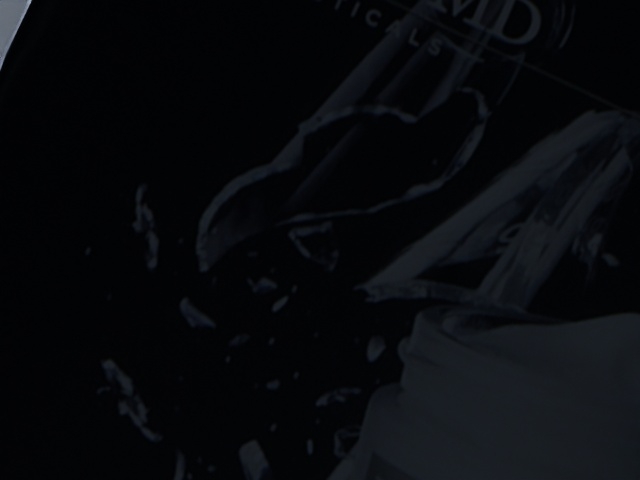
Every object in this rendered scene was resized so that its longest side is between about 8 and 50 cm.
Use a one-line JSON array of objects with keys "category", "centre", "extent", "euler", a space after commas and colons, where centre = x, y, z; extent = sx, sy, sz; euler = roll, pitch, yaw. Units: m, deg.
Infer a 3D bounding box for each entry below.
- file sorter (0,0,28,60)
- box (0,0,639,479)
[{"category": "file sorter", "centre": [-0.274, -0.115, 0.958], "extent": [0.193, 0.278, 0.173], "euler": [-28, 39, 49]}, {"category": "box", "centre": [0.042, 0.104, 0.512], "extent": [0.179, 0.343, 0.312], "euler": [129, 165, -81]}]
